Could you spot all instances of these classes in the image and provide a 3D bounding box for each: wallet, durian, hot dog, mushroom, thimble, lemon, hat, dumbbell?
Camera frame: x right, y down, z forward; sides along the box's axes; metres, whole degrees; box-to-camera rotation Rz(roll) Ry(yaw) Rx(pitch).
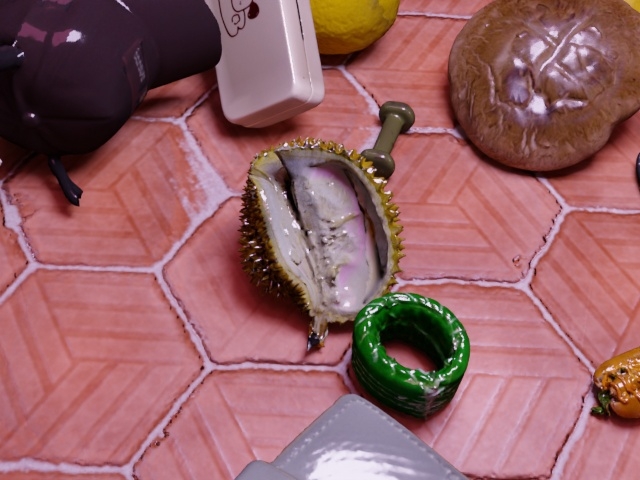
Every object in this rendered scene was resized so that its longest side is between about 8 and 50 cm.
[{"bbox_3d":[-0.001,0.318,0.796,0.252,0.083,0.360,38,59,16],"label":"wallet"},{"bbox_3d":[0.000,0.000,1.002,0.194,0.138,0.237,4,95,1],"label":"durian"},{"bbox_3d":[0.383,0.143,0.956,0.188,0.055,0.072,-19,59,-17],"label":"hot dog"},{"bbox_3d":[0.308,-0.223,1.154,0.278,0.146,0.278,-3,75,11],"label":"mushroom"},{"bbox_3d":[0.097,0.125,0.933,0.118,0.090,0.130,-17,57,-17],"label":"thimble"},{"bbox_3d":[0.018,-0.353,1.222,0.193,0.180,0.180,15,54,0],"label":"lemon"},{"bbox_3d":[-0.283,-0.184,1.042,0.336,0.238,0.209,-7,55,-2],"label":"hat"},{"bbox_3d":[0.089,-0.135,1.149,0.052,0.046,0.118,14,54,14],"label":"dumbbell"}]

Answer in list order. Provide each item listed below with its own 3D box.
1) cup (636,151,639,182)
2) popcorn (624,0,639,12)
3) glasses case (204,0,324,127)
[{"bbox_3d":[0.511,-0.136,1.116,0.223,0.169,0.176,-30,51,14],"label":"cup"},{"bbox_3d":[0.429,-0.332,1.248,0.152,0.167,0.148,-1,9,42],"label":"popcorn"},{"bbox_3d":[-0.085,-0.315,1.147,0.131,0.070,0.312,-15,81,35],"label":"glasses case"}]
